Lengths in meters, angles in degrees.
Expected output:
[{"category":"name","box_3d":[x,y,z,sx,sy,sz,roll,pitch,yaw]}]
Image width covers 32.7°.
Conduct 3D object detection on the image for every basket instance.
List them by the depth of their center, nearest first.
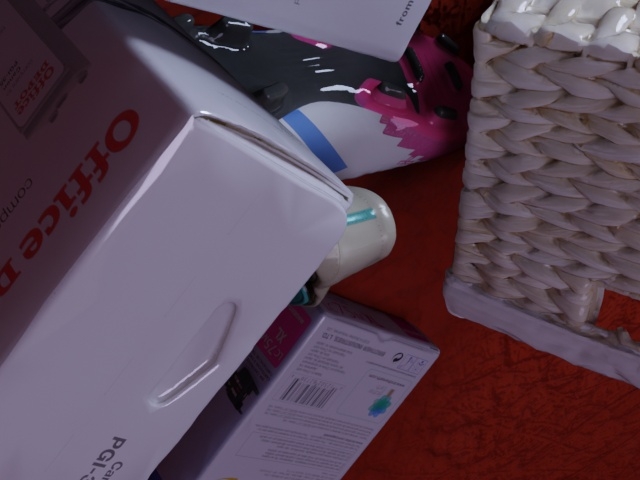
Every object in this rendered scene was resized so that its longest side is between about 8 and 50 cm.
[{"category":"basket","box_3d":[0.305,-0.081,0.802,0.331,0.328,0.266,-46,146,-41]}]

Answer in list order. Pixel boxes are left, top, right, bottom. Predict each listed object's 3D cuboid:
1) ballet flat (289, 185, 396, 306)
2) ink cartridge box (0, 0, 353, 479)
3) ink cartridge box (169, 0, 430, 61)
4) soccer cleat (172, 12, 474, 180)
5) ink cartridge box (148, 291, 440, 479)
[{"category":"ballet flat","box_3d":[0.000,0.000,0.781,0.086,0.248,0.086,0,88,-11]},{"category":"ink cartridge box","box_3d":[-0.147,-0.036,0.561,0.207,0.283,0.117,-52,140,9]},{"category":"ink cartridge box","box_3d":[-0.103,-0.209,0.493,0.307,0.223,0.129,6,121,-42]},{"category":"soccer cleat","box_3d":[-0.020,-0.089,0.777,0.331,0.116,0.143,-5,153,-42]},{"category":"ink cartridge box","box_3d":[-0.043,0.191,1.020,0.186,0.065,0.311,23,105,-48]}]
